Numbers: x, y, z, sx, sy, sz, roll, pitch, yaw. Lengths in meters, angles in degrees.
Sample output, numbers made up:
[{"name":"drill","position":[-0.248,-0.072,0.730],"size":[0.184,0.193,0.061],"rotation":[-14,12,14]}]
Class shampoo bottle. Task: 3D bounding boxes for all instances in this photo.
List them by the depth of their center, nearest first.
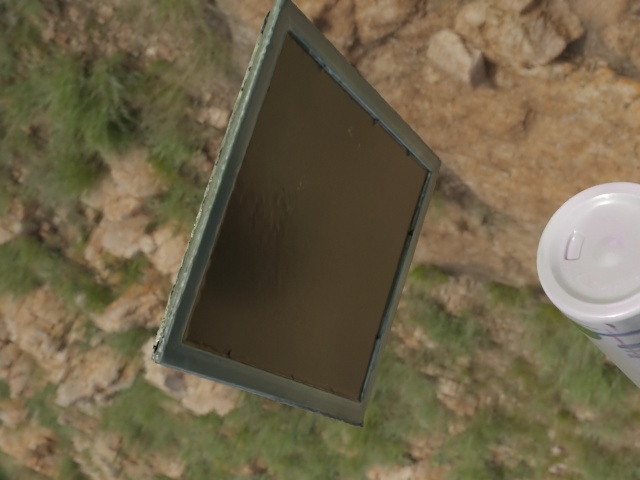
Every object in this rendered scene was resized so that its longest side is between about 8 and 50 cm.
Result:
[{"name":"shampoo bottle","position":[0.244,0.065,0.706],"size":[0.092,0.092,0.303],"rotation":[1,156,35]}]

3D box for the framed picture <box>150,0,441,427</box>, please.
[{"name":"framed picture","position":[0.000,0.000,0.659],"size":[0.017,0.217,0.274],"rotation":[14,169,29]}]
